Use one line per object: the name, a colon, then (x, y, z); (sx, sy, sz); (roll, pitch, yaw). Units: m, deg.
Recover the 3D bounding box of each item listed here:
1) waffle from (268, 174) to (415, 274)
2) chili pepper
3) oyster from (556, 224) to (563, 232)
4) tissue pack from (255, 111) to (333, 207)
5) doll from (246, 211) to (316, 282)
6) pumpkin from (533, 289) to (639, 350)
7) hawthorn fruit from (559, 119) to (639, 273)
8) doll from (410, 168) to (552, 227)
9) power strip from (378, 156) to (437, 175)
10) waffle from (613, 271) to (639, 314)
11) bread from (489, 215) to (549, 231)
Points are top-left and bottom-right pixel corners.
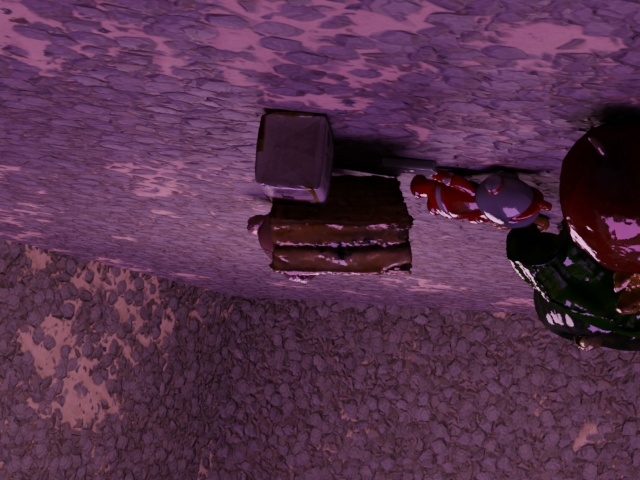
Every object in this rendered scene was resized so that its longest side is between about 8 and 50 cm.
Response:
waffle: (0.032, -0.028, 1.820); (0.212, 0.091, 0.308); (1, -164, 0)
chili pepper: (0.465, 0.031, 1.934); (0.384, 0.213, 0.167); (22, -174, -37)
oyster: (0.562, 0.006, 2.145); (0.252, 0.087, 0.199); (20, 170, -7)
tissue pack: (-0.036, -0.110, 1.652); (0.099, 0.106, 0.149); (5, 172, 4)
doll: (0.000, 0.000, 2.254); (0.201, 0.156, 0.303); (19, 162, -31)
pumpkin: (0.585, 0.129, 2.452); (0.300, 0.207, 0.300); (15, 170, 3)
hawthorn fruit: (0.376, -0.069, 1.447); (0.189, 0.190, 0.251); (2, 152, 27)
doll: (0.253, -0.064, 1.835); (0.245, 0.076, 0.142); (3, 153, 43)
power strip: (0.134, -0.113, 1.807); (0.090, 0.016, 0.040); (5, 171, 4)
waffle: (0.542, 0.024, 1.652); (0.309, 0.283, 0.065); (17, -152, 22)
bread: (0.361, -0.032, 2.154); (0.110, 0.025, 0.110); (6, 173, 1)
